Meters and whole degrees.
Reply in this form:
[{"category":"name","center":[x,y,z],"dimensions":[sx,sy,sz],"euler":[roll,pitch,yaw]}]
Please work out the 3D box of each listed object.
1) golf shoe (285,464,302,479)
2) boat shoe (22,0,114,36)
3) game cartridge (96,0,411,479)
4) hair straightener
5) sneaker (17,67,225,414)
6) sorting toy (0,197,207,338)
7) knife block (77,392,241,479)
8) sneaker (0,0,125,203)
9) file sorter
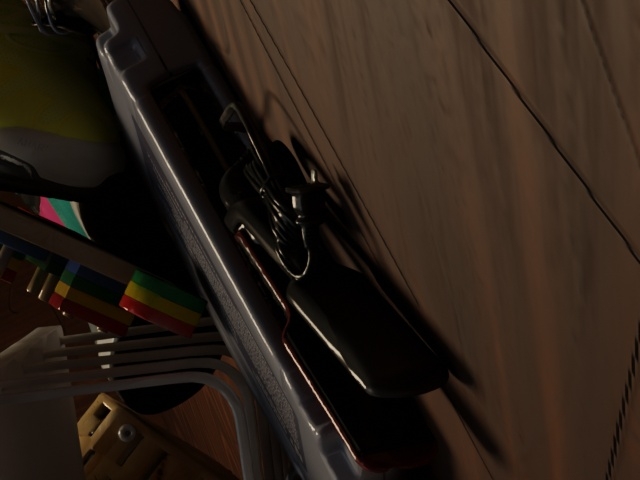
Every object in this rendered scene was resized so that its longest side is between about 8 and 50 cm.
[{"category":"golf shoe","center":[0.003,0.181,1.173],"dimensions":[0.094,0.077,0.198],"euler":[55,166,44]},{"category":"boat shoe","center":[-0.148,-0.153,1.126],"dimensions":[0.183,0.066,0.066],"euler":[53,166,48]},{"category":"game cartridge","center":[-0.034,0.024,1.030],"dimensions":[0.294,0.060,0.196],"euler":[60,166,22]},{"category":"hair straightener","center":[0.000,0.000,0.857],"dimensions":[0.230,0.047,0.089],"euler":[-118,28,-49]},{"category":"sneaker","center":[-0.165,-0.015,1.398],"dimensions":[0.178,0.123,0.295],"euler":[49,156,39]},{"category":"sorting toy","center":[-0.177,0.010,1.149],"dimensions":[0.132,0.046,0.274],"euler":[26,179,-27]},{"category":"knife block","center":[-0.109,0.223,1.544],"dimensions":[0.275,0.088,0.242],"euler":[38,176,-14]},{"category":"sneaker","center":[-0.223,-0.156,1.230],"dimensions":[0.385,0.145,0.147],"euler":[52,124,47]},{"category":"file sorter","center":[-0.114,0.159,1.204],"dimensions":[0.278,0.173,0.193],"euler":[-64,-33,-85]}]
